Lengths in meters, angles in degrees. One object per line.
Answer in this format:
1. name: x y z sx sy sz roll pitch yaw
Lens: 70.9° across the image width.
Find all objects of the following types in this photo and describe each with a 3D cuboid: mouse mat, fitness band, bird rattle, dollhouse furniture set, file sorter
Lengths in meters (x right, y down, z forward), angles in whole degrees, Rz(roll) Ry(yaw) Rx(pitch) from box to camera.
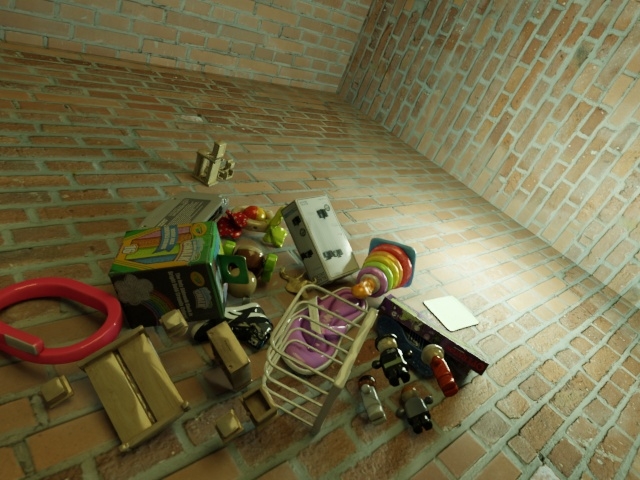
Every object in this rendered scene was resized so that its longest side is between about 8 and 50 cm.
1. mouse mat: 0.480 0.264 1.647 0.189 0.007 0.153 -4 41 -38
2. fitness band: -0.564 0.162 0.950 0.290 0.054 0.209 17 27 18
3. bird rattle: -0.240 -0.063 1.569 0.253 0.143 0.207 1 24 -13
4. dollhouse furniture set: -0.312 0.340 0.924 0.355 0.174 0.303 -30 68 -21
5. dollhouse furniture set: -0.405 -0.329 1.753 0.101 0.182 0.161 32 31 12
6. file sorter: -0.017 0.258 0.989 0.173 0.278 0.193 26 50 9

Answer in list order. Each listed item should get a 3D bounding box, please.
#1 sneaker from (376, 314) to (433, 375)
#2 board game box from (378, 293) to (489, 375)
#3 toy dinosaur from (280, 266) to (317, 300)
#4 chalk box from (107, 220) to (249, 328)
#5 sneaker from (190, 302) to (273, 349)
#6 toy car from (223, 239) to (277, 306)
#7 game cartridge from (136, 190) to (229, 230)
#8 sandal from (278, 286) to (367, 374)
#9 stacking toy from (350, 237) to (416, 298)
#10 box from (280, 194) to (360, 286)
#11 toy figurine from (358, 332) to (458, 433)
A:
1. sneaker: 0.271 0.313 1.359 0.232 0.081 0.090 44 21 30
2. board game box: 0.346 0.282 1.398 0.346 0.056 0.208 33 8 14
3. toy dinosaur: -0.060 0.145 1.410 0.092 0.053 0.183 -16 38 -30
4. chalk box: -0.321 0.076 1.089 0.288 0.180 0.179 -6 36 -4
5. sneaker: -0.205 0.229 1.132 0.216 0.079 0.121 -13 47 -47
6. toy car: -0.226 0.119 1.283 0.154 0.149 0.189 17 60 -6
7. game cartridge: -0.427 -0.061 1.374 0.195 0.060 0.294 10 35 11
8. sandal: 0.017 0.220 1.285 0.169 0.102 0.416 32 31 13
9. stacking toy: 0.182 0.121 1.458 0.175 0.166 0.302 16 26 25
10. box: 0.000 0.000 1.504 0.169 0.087 0.290 -17 79 -48
11. toy figurine: 0.206 0.351 1.115 0.212 0.210 0.148 14 25 -16
